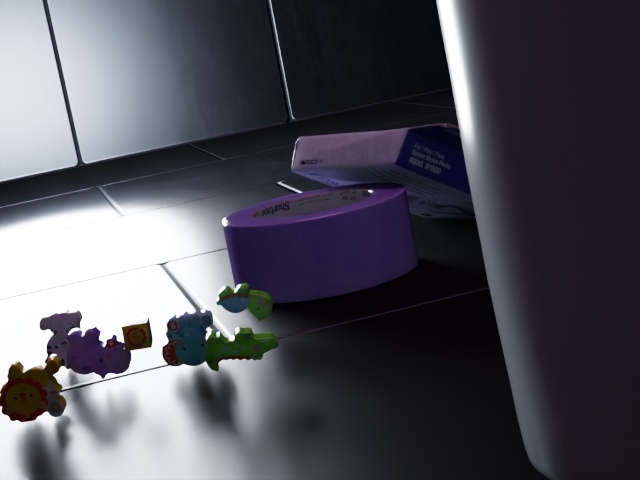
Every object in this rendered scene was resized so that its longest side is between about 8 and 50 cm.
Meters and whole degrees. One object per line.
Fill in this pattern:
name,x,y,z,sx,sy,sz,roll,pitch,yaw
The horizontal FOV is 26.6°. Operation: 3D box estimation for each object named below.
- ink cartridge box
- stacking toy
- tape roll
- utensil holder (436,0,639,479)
ink cartridge box,0.123,-0.069,1.451,0.223,0.045,0.224,17,-12,-39
stacking toy,-0.143,0.090,1.121,0.221,0.052,0.167,-9,12,0
tape roll,0.000,0.000,1.365,0.189,0.080,0.189,-10,10,2
utensil holder,0.228,-0.085,0.733,0.327,0.386,0.327,-10,11,2
